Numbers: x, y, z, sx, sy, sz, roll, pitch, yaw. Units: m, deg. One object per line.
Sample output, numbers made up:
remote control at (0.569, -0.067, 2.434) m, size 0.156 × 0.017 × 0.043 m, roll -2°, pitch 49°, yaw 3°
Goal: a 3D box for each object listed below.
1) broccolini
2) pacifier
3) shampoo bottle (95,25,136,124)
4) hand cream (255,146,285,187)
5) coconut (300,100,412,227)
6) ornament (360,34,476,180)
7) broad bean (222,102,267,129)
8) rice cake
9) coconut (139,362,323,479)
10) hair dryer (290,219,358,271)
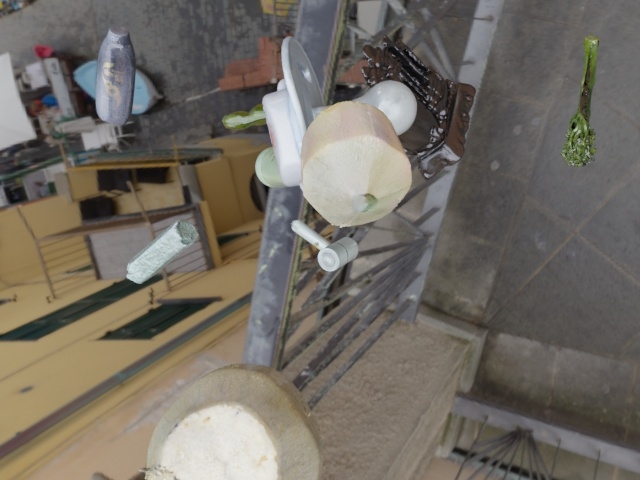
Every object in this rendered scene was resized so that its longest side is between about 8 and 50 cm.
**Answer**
broccolini at (0.384, -0.197, 0.917) m, size 0.051 × 0.239 × 0.054 m, roll -23°, pitch 51°, yaw 2°
pacifier at (0.037, -0.174, 0.950) m, size 0.226 × 0.238 × 0.287 m, roll -11°, pitch 86°, yaw 16°
shampoo bottle at (-0.472, -0.377, 1.446) m, size 0.087 × 0.049 × 0.233 m, roll 18°, pitch 131°, yaw -5°
hand cream at (-0.047, -0.154, 1.308) m, size 0.306 × 0.147 × 0.093 m, roll 12°, pitch 134°, yaw 62°
coconut at (0.035, -0.074, 0.657) m, size 0.116 × 0.122 × 0.116 m, roll -3°, pitch 130°, yaw -3°
ornament at (0.160, -0.271, 1.138) m, size 0.260 × 0.251 × 0.106 m, roll 40°, pitch 137°, yaw -24°
broad bean at (-0.149, -0.297, 1.486) m, size 0.214 × 0.070 × 0.048 m, roll -3°, pitch 121°, yaw 30°
rice cake at (-0.356, 0.023, 1.407) m, size 0.206 × 0.069 × 0.063 m, roll -35°, pitch 101°, yaw 26°
coconut at (-0.159, 0.425, 1.259) m, size 0.347 × 0.360 × 0.346 m, roll -1°, pitch 82°, yaw 5°
hair dryer at (0.000, 0.000, 1.199) m, size 0.137 × 0.082 × 0.047 m, roll 35°, pitch 122°, yaw 17°
